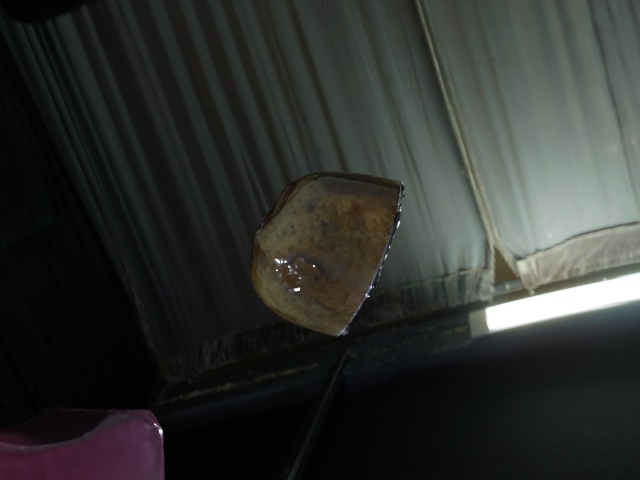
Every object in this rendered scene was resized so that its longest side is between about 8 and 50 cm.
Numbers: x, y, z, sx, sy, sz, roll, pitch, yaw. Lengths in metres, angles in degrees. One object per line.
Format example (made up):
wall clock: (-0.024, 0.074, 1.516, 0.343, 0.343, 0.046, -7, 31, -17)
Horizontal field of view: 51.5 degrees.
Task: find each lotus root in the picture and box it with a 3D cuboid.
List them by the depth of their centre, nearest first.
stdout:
lotus root: (0.000, 0.000, 1.036, 0.192, 0.272, 0.272, 19, -165, 0)

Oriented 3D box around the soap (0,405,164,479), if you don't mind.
soap: (-0.204, 0.232, 0.442, 0.128, 0.233, 0.359, 4, 166, -27)
